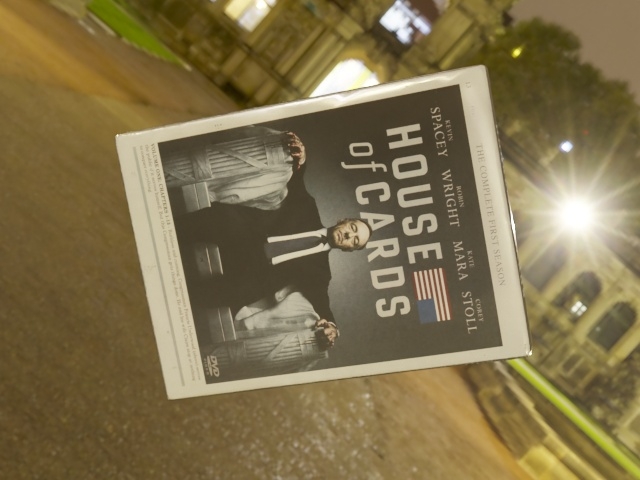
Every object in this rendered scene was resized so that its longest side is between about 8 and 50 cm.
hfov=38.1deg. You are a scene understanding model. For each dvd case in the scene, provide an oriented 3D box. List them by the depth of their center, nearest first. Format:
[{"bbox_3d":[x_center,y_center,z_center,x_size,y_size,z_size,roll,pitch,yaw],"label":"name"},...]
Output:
[{"bbox_3d":[0.000,0.000,0.585,0.029,0.238,0.179,-32,112,-75],"label":"dvd case"}]
